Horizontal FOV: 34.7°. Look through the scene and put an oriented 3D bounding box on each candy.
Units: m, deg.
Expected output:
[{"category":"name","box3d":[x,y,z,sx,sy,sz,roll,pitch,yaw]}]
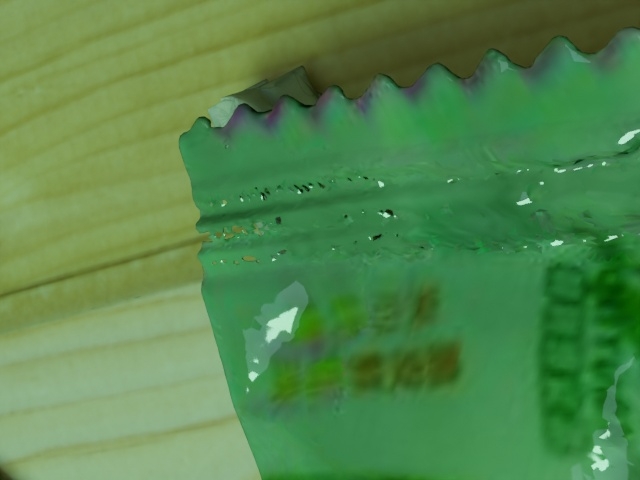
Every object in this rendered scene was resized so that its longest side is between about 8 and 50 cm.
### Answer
[{"category":"candy","box3d":[0.078,0.122,0.429,0.263,0.172,0.398,-11,101,28]}]

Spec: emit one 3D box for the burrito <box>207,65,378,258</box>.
[{"category":"burrito","box3d":[-0.001,0.000,0.547,0.064,0.064,0.203,-26,80,25]}]
